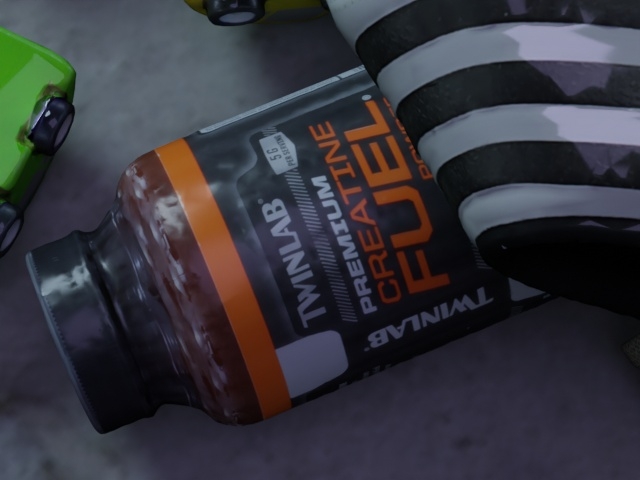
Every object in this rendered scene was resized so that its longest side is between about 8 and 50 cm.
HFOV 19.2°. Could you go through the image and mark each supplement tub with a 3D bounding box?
[{"bbox_3d":[0.000,0.000,0.670,0.198,0.106,0.106,-23,81,-6],"label":"supplement tub"}]

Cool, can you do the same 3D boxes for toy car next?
[{"bbox_3d":[-0.103,-0.085,0.710,0.239,0.053,0.225,27,80,4],"label":"toy car"}]

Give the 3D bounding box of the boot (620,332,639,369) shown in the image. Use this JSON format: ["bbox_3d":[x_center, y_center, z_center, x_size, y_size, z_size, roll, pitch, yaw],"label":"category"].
[{"bbox_3d":[0.235,0.045,0.686,0.213,0.077,0.165,-31,79,-7],"label":"boot"}]

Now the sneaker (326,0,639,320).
[{"bbox_3d":[0.194,-0.101,0.647,0.447,0.169,0.257,-20,90,-29],"label":"sneaker"}]
